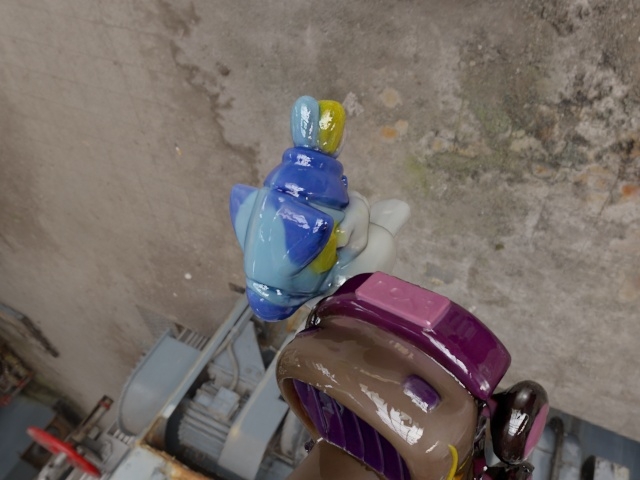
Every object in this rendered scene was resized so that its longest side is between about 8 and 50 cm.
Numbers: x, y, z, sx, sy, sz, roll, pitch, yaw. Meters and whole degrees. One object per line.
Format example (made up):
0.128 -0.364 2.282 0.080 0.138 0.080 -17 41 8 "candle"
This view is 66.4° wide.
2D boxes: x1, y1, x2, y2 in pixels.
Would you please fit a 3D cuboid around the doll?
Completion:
-0.008 0.001 0.732 0.186 0.376 0.366 -6 140 27 "doll"

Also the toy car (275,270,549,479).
0.052 0.221 0.502 0.271 0.240 0.341 20 132 39 "toy car"
